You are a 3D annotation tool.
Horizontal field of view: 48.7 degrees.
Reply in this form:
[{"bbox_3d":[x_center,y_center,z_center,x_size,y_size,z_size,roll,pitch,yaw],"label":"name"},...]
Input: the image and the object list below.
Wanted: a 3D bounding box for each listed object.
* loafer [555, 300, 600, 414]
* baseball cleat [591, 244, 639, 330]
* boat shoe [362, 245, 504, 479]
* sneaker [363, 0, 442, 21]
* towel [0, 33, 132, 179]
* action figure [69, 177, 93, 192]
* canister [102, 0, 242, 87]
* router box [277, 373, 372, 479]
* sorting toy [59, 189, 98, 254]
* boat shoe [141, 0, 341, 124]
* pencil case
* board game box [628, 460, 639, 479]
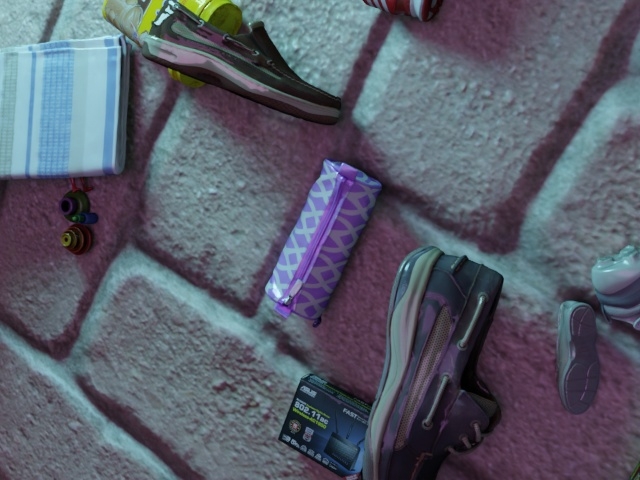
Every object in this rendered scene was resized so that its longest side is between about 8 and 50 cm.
[{"bbox_3d":[0.284,0.129,0.791,0.045,0.039,0.125,-1,96,-9],"label":"loafer"},{"bbox_3d":[0.392,0.038,0.728,0.205,0.072,0.110,-16,100,28],"label":"baseball cleat"},{"bbox_3d":[0.134,0.188,0.804,0.130,0.132,0.356,9,97,23],"label":"boat shoe"},{"bbox_3d":[0.096,-0.377,0.823,0.128,0.087,0.221,17,98,21],"label":"sneaker"},{"bbox_3d":[-0.413,-0.192,1.045,0.284,0.034,0.209,-1,83,14],"label":"towel"},{"bbox_3d":[-0.370,-0.131,1.065,0.030,0.038,0.115,-18,88,36],"label":"action figure"},{"bbox_3d":[-0.206,-0.307,0.966,0.170,0.073,0.126,39,106,19],"label":"canister"},{"bbox_3d":[0.016,0.240,0.908,0.122,0.038,0.092,24,101,21],"label":"router box"},{"bbox_3d":[-0.373,-0.029,1.067,0.061,0.042,0.102,-15,86,24],"label":"sorting toy"},{"bbox_3d":[-0.086,-0.224,0.870,0.257,0.095,0.095,20,97,-7],"label":"boat shoe"},{"bbox_3d":[0.000,0.000,0.879,0.086,0.088,0.206,28,102,18],"label":"pencil case"},{"bbox_3d":[0.312,0.311,0.696,0.060,0.194,0.194,29,104,20],"label":"board game box"}]
